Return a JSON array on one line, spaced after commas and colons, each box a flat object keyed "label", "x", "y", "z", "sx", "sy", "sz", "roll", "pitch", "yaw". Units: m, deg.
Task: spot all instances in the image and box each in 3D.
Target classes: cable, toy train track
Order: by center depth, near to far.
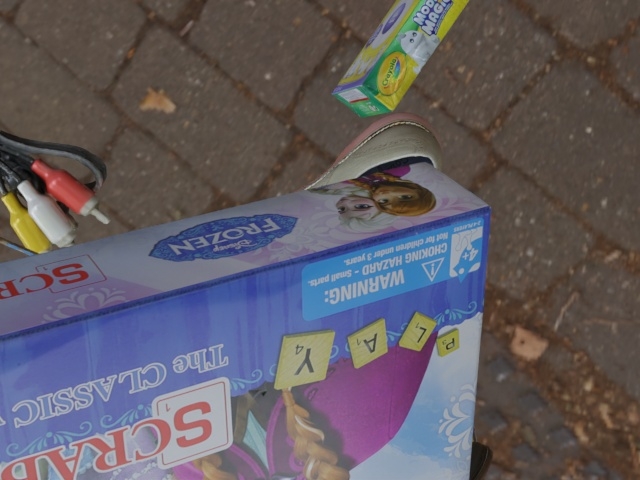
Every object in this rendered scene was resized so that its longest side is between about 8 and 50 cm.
[{"label": "toy train track", "x": -0.273, "y": 0.006, "z": 0.969, "sx": 0.083, "sy": 0.048, "sz": 0.014, "roll": 25, "pitch": 96, "yaw": -24}, {"label": "cable", "x": -0.367, "y": -0.096, "z": 1.308, "sx": 0.139, "sy": 0.072, "sz": 0.287, "roll": -42, "pitch": 108, "yaw": 15}]

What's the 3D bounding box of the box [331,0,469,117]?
[{"label": "box", "x": 0.087, "y": -0.197, "z": 1.017, "sx": 0.043, "sy": 0.179, "sz": 0.105, "roll": 38, "pitch": 173, "yaw": -13}]

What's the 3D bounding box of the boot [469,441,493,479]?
[{"label": "boot", "x": 0.097, "y": 0.267, "z": 1.240, "sx": 0.106, "sy": 0.219, "sz": 0.082, "roll": 53, "pitch": 148, "yaw": -1}]

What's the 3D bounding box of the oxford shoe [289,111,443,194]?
[{"label": "oxford shoe", "x": 0.000, "y": 0.000, "z": 1.433, "sx": 0.140, "sy": 0.146, "sz": 0.397, "roll": 38, "pitch": 104, "yaw": -11}]

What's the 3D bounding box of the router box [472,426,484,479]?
[{"label": "router box", "x": 0.045, "y": 0.244, "z": 1.475, "sx": 0.309, "sy": 0.242, "sz": 0.081, "roll": -13, "pitch": 158, "yaw": 7}]

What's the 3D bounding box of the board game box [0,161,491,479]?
[{"label": "board game box", "x": -0.070, "y": 0.145, "z": 0.555, "sx": 0.066, "sy": 0.319, "sz": 0.318, "roll": 41, "pitch": 139, "yaw": 51}]
